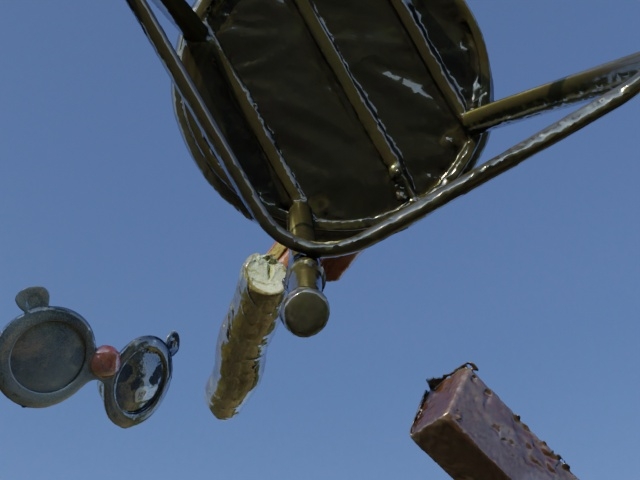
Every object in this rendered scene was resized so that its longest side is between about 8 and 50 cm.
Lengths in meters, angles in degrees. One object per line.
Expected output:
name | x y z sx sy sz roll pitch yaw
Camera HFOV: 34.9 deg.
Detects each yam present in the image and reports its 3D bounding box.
yam | -0.093 0.127 1.242 0.067 0.071 0.317 8 -38 -11

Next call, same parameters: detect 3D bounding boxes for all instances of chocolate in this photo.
chocolate | 0.264 0.332 1.467 0.321 0.112 0.112 46 -48 -3

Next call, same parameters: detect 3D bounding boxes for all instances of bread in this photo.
bread | -0.001 -0.001 1.418 0.192 0.067 0.119 -47 -45 1

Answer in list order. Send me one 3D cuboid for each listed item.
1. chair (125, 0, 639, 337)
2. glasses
chair | 0.034 -0.166 0.773 0.362 0.410 0.364 -30 -93 -7
glasses | -0.310 0.106 1.078 0.268 0.118 0.234 11 -9 37
